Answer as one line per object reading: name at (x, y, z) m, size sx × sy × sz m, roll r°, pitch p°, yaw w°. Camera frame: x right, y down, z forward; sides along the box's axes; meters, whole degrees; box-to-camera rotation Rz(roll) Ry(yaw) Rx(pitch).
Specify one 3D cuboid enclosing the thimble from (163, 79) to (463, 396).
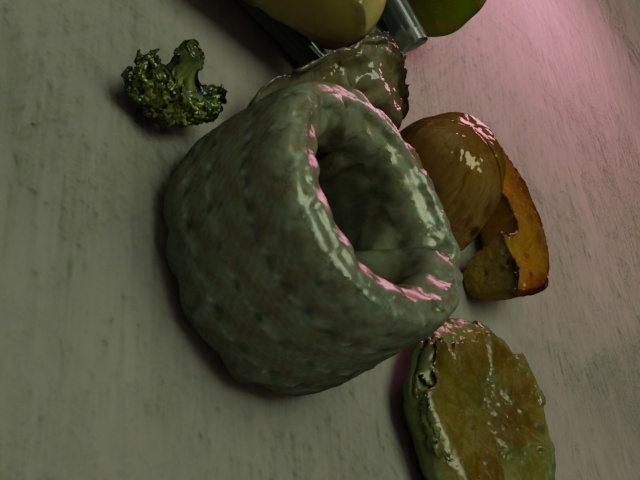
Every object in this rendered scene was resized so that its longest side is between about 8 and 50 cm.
thimble at (0.000, 0.000, 0.949) m, size 0.291 × 0.195 × 0.291 m, roll 32°, pitch 44°, yaw -37°

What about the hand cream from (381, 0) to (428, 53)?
hand cream at (0.079, -0.393, 1.391) m, size 0.255 × 0.048 × 0.079 m, roll 64°, pitch 12°, yaw 4°

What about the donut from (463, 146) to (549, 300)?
donut at (0.274, -0.010, 1.428) m, size 0.152 × 0.101 × 0.259 m, roll 25°, pitch 47°, yaw -45°

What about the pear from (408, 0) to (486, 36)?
pear at (0.175, -0.409, 1.482) m, size 0.220 × 0.188 × 0.187 m, roll 35°, pitch 32°, yaw -83°

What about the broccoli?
broccoli at (-0.142, -0.155, 0.959) m, size 0.097 × 0.092 × 0.095 m, roll 37°, pitch 23°, yaw -7°

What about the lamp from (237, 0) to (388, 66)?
lamp at (-0.007, -0.331, 1.312) m, size 0.269 × 0.047 × 0.266 m, roll 43°, pitch 35°, yaw -26°

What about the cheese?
cheese at (-0.025, -0.392, 1.171) m, size 0.260 × 0.128 × 0.315 m, roll 35°, pitch 38°, yaw -32°

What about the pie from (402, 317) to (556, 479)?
pie at (0.195, 0.232, 1.171) m, size 0.306 × 0.071 × 0.306 m, roll 32°, pitch 42°, yaw -34°

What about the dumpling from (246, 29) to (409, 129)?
dumpling at (0.051, -0.165, 1.163) m, size 0.086 × 0.166 × 0.332 m, roll 52°, pitch 29°, yaw 18°

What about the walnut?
walnut at (0.144, -0.067, 1.205) m, size 0.165 × 0.197 × 0.165 m, roll 15°, pitch 48°, yaw -17°
